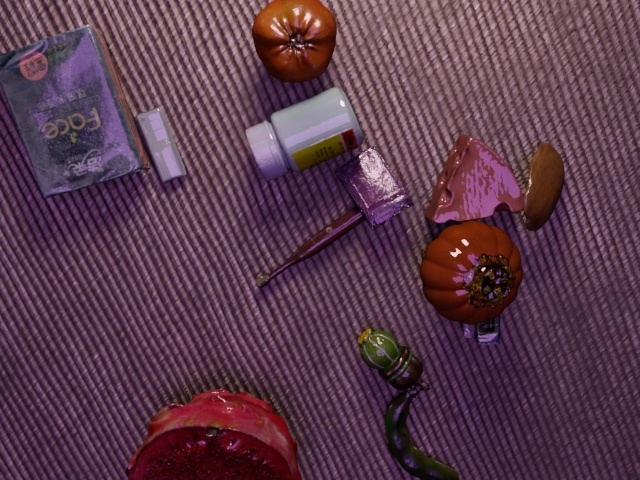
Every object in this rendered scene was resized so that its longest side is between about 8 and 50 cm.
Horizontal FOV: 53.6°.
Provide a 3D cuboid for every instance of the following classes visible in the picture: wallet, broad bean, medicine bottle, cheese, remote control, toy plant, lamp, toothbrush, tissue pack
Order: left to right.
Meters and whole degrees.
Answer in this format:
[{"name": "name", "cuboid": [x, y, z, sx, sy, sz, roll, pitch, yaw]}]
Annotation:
[{"name": "tissue pack", "cuboid": [-0.527, -0.270, 1.354, 0.228, 0.103, 0.315, -17, 100, 4]}, {"name": "remote control", "cuboid": [-0.354, -0.212, 1.406, 0.061, 0.029, 0.162, -20, 100, 1]}, {"name": "medicine bottle", "cuboid": [-0.034, -0.225, 1.352, 0.226, 0.139, 0.139, -22, 101, 3]}, {"name": "toothbrush", "cuboid": [0.000, 0.000, 1.448, 0.364, 0.041, 0.040, -35, 100, 5]}, {"name": "wallet", "cuboid": [0.116, -0.118, 1.404, 0.111, 0.030, 0.165, -34, 78, 5]}, {"name": "toy plant", "cuboid": [0.157, 0.272, 1.479, 0.162, 0.093, 0.092, 41, 98, -5]}, {"name": "broad bean", "cuboid": [0.237, 0.490, 1.542, 0.144, 0.049, 0.291, -19, 100, 2]}, {"name": "lamp", "cuboid": [0.319, 0.069, 1.338, 0.223, 0.196, 0.223, -4, 104, -17]}, {"name": "tissue pack", "cuboid": [0.370, 0.175, 1.465, 0.079, 0.085, 0.110, -2, 102, 1]}, {"name": "cheese", "cuboid": [0.354, -0.107, 1.387, 0.177, 0.128, 0.202, 22, 99, -4]}]

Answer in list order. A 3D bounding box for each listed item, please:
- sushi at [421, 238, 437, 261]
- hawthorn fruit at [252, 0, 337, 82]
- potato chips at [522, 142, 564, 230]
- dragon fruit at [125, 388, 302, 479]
[{"name": "sushi", "cuboid": [0.281, 0.017, 1.448, 0.120, 0.055, 0.052, -26, 94, 3]}, {"name": "hawthorn fruit", "cuboid": [-0.054, -0.417, 1.298, 0.189, 0.189, 0.189, 0, 101, -1]}, {"name": "potato chips", "cuboid": [0.491, -0.113, 1.377, 0.201, 0.049, 0.150, -55, 129, -25]}, {"name": "dragon fruit", "cuboid": [-0.222, 0.487, 1.443, 0.387, 0.249, 0.370, 9, 117, 1]}]
